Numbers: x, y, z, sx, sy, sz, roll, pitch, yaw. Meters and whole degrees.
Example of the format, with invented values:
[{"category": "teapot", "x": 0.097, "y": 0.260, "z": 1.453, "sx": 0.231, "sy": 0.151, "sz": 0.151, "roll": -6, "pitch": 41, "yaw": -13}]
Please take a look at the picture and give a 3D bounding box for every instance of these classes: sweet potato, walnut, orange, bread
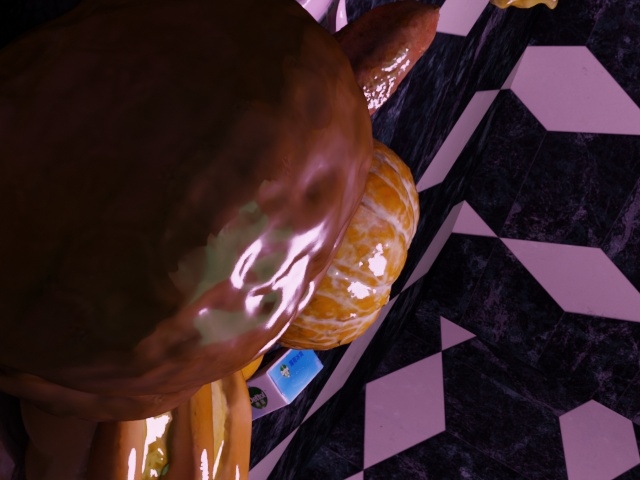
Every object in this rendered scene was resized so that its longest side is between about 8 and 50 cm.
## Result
[{"category": "sweet potato", "x": -0.010, "y": -0.150, "z": 1.147, "sx": 0.385, "sy": 0.109, "sz": 0.109, "roll": -42, "pitch": 164, "yaw": -3}, {"category": "walnut", "x": -0.138, "y": -0.040, "z": 0.778, "sx": 0.354, "sy": 0.308, "sz": 0.398, "roll": -28, "pitch": -166, "yaw": 45}, {"category": "orange", "x": 0.000, "y": 0.000, "z": 1.411, "sx": 0.329, "sy": 0.249, "sz": 0.329, "roll": 23, "pitch": 90, "yaw": -85}, {"category": "bread", "x": -0.189, "y": 0.193, "z": 1.036, "sx": 0.270, "sy": 0.212, "sz": 0.315, "roll": 69, "pitch": 9, "yaw": -54}]

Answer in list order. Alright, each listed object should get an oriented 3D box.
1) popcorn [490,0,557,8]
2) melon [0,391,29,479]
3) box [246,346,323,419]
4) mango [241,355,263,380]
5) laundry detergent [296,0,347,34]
[{"category": "popcorn", "x": 0.284, "y": -0.503, "z": 1.440, "sx": 0.321, "sy": 0.290, "sz": 0.326, "roll": -66, "pitch": -165, "yaw": 1}, {"category": "melon", "x": -0.333, "y": 0.201, "z": 0.999, "sx": 0.202, "sy": 0.093, "sz": 0.139, "roll": -56, "pitch": 160, "yaw": -48}, {"category": "box", "x": -0.110, "y": 0.262, "z": 1.756, "sx": 0.194, "sy": 0.073, "sz": 0.139, "roll": -29, "pitch": -174, "yaw": 35}, {"category": "mango", "x": -0.132, "y": 0.141, "z": 1.562, "sx": 0.262, "sy": 0.109, "sz": 0.157, "roll": -66, "pitch": 175, "yaw": -78}, {"category": "laundry detergent", "x": -0.019, "y": -0.251, "z": 1.231, "sx": 0.159, "sy": 0.088, "sz": 0.335, "roll": -53, "pitch": 166, "yaw": -11}]
